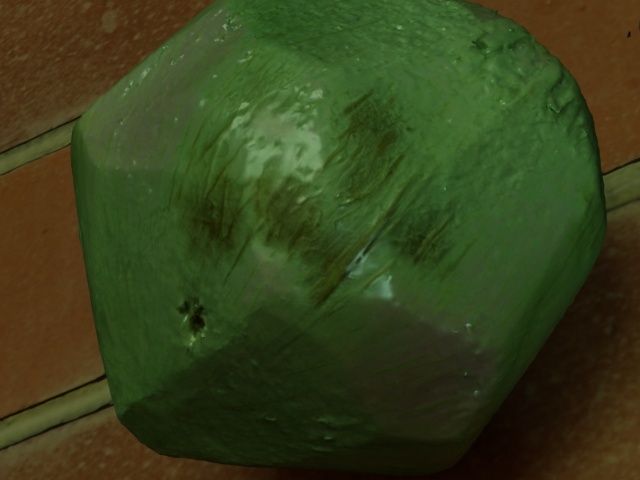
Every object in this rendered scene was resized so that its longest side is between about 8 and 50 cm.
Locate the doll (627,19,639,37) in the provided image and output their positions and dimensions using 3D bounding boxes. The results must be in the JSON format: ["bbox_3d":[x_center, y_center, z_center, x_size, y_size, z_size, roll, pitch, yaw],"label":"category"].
[{"bbox_3d":[0.311,-0.143,1.110,0.257,0.161,0.215,-26,52,24],"label":"doll"}]

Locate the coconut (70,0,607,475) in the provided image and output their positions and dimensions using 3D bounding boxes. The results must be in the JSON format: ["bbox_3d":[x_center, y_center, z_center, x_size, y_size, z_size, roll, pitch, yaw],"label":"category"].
[{"bbox_3d":[0.000,0.000,1.117,0.328,0.281,0.328,1,70,-2],"label":"coconut"}]
